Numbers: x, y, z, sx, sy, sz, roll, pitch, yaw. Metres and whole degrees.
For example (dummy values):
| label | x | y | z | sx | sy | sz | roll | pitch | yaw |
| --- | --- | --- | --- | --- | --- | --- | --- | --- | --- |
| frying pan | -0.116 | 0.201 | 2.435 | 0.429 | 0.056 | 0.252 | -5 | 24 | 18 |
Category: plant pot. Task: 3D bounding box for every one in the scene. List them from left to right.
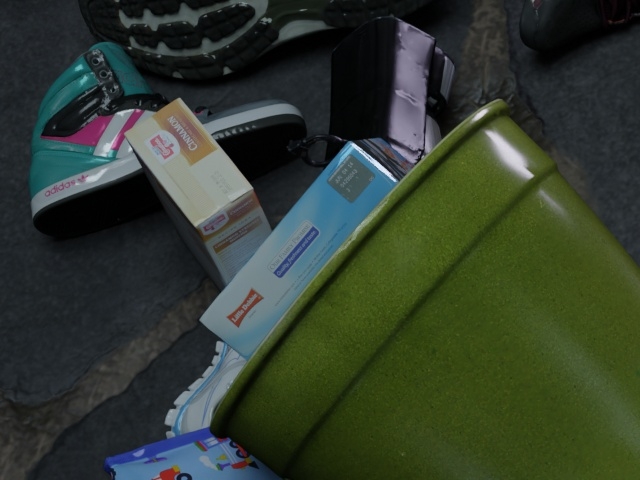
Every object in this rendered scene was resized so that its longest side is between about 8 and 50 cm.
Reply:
| label | x | y | z | sx | sy | sz | roll | pitch | yaw |
| --- | --- | --- | --- | --- | --- | --- | --- | --- | --- |
| plant pot | 0.161 | 0.136 | 1.602 | 0.353 | 0.366 | 0.366 | 41 | 74 | 8 |

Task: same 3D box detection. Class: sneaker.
| label | x | y | z | sx | sy | sz | roll | pitch | yaw |
| --- | --- | --- | --- | --- | --- | --- | --- | --- | --- |
| sneaker | -0.171 | -0.130 | 2.020 | 0.295 | 0.124 | 0.178 | -18 | 64 | 5 |
| sneaker | -0.066 | 0.123 | 1.836 | 0.083 | 0.071 | 0.191 | 4 | 61 | 54 |
| sneaker | -0.057 | -0.288 | 2.107 | 0.410 | 0.158 | 0.182 | -9 | 25 | 13 |
| sneaker | 0.344 | -0.261 | 1.966 | 0.281 | 0.106 | 0.162 | -40 | 59 | -13 |

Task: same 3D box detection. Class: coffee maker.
| label | x | y | z | sx | sy | sz | roll | pitch | yaw |
| --- | --- | --- | --- | --- | --- | --- | --- | --- | --- |
| coffee maker | 0.058 | -0.127 | 1.917 | 0.120 | 0.171 | 0.178 | -16 | 51 | 25 |

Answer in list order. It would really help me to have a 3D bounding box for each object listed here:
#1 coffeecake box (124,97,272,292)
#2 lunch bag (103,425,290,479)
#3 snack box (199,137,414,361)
| label | x | y | z | sx | sy | sz | roll | pitch | yaw |
| --- | --- | --- | --- | --- | --- | --- | --- | --- | --- |
| coffeecake box | -0.103 | -0.026 | 1.886 | 0.068 | 0.185 | 0.142 | -34 | 55 | -7 |
| lunch bag | -0.010 | 0.251 | 1.728 | 0.293 | 0.138 | 0.221 | -22 | 52 | -12 |
| snack box | 0.000 | 0.000 | 1.676 | 0.060 | 0.322 | 0.187 | 41 | 96 | 2 |
